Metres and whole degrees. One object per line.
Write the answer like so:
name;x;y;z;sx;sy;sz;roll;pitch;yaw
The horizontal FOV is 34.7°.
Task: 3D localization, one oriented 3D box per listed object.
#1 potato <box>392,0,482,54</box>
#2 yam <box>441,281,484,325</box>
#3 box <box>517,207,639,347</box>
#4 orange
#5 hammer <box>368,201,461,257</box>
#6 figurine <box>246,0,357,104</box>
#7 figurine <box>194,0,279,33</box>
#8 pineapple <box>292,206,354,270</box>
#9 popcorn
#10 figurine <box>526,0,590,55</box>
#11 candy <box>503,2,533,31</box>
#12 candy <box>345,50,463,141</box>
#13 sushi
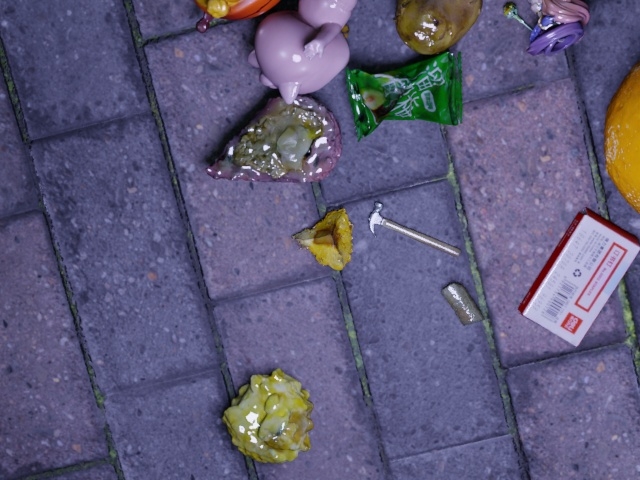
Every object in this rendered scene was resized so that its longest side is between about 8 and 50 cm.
potato;0.203;-0.402;1.781;0.176;0.137;0.137;-43;94;-15
yam;0.261;0.118;1.882;0.043;0.043;0.094;-32;94;6
box;0.471;0.066;1.864;0.123;0.050;0.229;30;97;-4
orange;0.648;-0.172;1.704;0.341;0.293;0.340;1;97;4
hammer;0.172;-0.008;1.883;0.182;0.017;0.062;24;98;-2
figurine;0.007;-0.368;1.752;0.176;0.186;0.287;42;106;39
figurine;-0.111;-0.503;1.741;0.323;0.196;0.320;-36;52;-2
pineapple;0.000;0.000;1.865;0.114;0.077;0.114;-4;93;16
popcorn;-0.092;0.320;1.882;0.174;0.142;0.173;5;102;27
figurine;0.406;-0.402;1.779;0.114;0.126;0.157;-9;84;35
candy;0.361;-0.392;1.828;0.083;0.025;0.023;35;125;-11
candy;0.151;-0.260;1.807;0.203;0.078;0.141;-7;139;5
sushi;-0.081;-0.183;1.828;0.241;0.107;0.161;2;94;2
